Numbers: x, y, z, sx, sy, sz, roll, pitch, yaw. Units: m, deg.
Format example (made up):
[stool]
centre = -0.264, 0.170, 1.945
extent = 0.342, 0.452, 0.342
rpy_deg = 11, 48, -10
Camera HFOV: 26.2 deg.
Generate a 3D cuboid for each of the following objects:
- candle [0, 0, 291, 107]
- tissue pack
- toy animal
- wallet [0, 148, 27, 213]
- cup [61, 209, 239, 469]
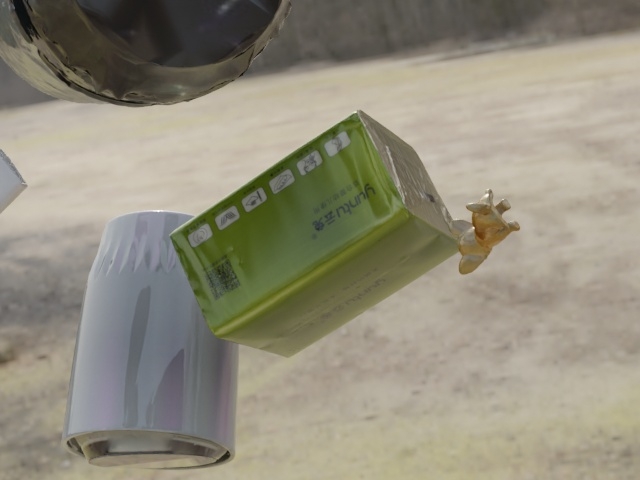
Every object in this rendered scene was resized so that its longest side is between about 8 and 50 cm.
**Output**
[candle]
centre = -0.171, -0.216, 1.148
extent = 0.221, 0.221, 0.342
rpy_deg = -14, 8, -23
[tissue pack]
centre = 0.000, 0.000, 1.636
extent = 0.275, 0.167, 0.200
rpy_deg = -32, -22, 16
[toy animal]
centre = 0.161, -0.008, 1.431
extent = 0.081, 0.060, 0.083
rpy_deg = 5, -35, -47
[wallet]
centre = -0.299, -0.022, 1.135
extent = 0.122, 0.061, 0.025
rpy_deg = -44, -29, 1
[cup]
centre = -0.242, 0.162, 2.069
extent = 0.253, 0.371, 0.253
rpy_deg = 3, -23, 1
